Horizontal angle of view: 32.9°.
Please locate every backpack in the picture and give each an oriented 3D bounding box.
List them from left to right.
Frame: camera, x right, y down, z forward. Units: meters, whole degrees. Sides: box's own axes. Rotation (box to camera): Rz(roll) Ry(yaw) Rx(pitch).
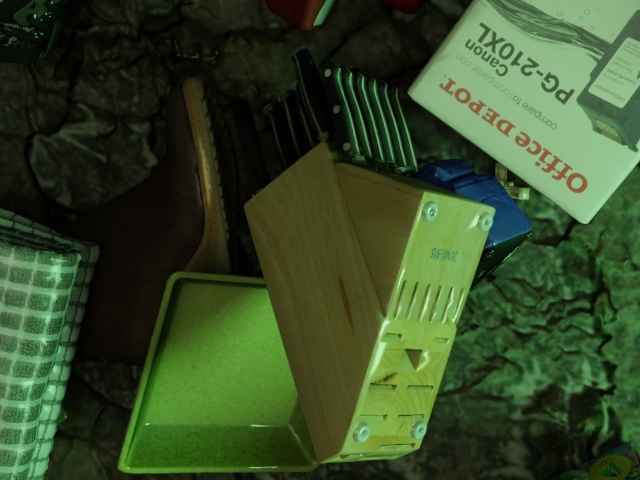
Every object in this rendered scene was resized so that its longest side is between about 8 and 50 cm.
[{"bbox_3d":[0.092,0.000,0.870,0.120,0.098,0.101,-45,70,31],"label":"backpack"}]

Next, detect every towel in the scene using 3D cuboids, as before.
[{"bbox_3d":[-0.342,0.075,0.863,0.283,0.121,0.235,15,100,3],"label":"towel"}]

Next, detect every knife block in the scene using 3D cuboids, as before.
[{"bbox_3d":[0.000,0.000,0.829,0.242,0.088,0.276,23,99,44],"label":"knife block"}]

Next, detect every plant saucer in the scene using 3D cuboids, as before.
[{"bbox_3d":[-0.064,0.104,0.899,0.188,0.045,0.188,6,115,-28],"label":"plant saucer"}]

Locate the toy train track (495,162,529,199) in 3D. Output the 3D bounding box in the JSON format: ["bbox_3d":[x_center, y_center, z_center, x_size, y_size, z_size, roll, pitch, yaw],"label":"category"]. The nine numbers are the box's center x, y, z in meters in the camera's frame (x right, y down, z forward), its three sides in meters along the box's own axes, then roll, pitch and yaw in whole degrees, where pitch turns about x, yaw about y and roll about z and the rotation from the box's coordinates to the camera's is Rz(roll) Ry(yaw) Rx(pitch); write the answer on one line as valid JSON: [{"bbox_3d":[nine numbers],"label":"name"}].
[{"bbox_3d":[0.131,-0.041,0.899,0.083,0.014,0.048,3,101,9],"label":"toy train track"}]

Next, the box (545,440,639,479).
[{"bbox_3d":[0.209,0.373,0.887,0.279,0.177,0.290,-30,95,12],"label":"box"}]

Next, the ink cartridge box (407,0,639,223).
[{"bbox_3d":[0.202,-0.157,0.820,0.172,0.100,0.237,36,104,0],"label":"ink cartridge box"}]

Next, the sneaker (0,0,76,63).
[{"bbox_3d":[-0.227,-0.221,0.881,0.293,0.102,0.146,-8,104,15],"label":"sneaker"}]

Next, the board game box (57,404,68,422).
[{"bbox_3d":[-0.343,0.077,0.963,0.124,0.039,0.259,-30,93,-13],"label":"board game box"}]

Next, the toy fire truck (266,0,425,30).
[{"bbox_3d":[0.042,-0.287,0.740,0.169,0.254,0.302,31,104,2],"label":"toy fire truck"}]

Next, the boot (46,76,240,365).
[{"bbox_3d":[-0.173,-0.008,0.911,0.206,0.090,0.248,-3,105,6],"label":"boot"}]
